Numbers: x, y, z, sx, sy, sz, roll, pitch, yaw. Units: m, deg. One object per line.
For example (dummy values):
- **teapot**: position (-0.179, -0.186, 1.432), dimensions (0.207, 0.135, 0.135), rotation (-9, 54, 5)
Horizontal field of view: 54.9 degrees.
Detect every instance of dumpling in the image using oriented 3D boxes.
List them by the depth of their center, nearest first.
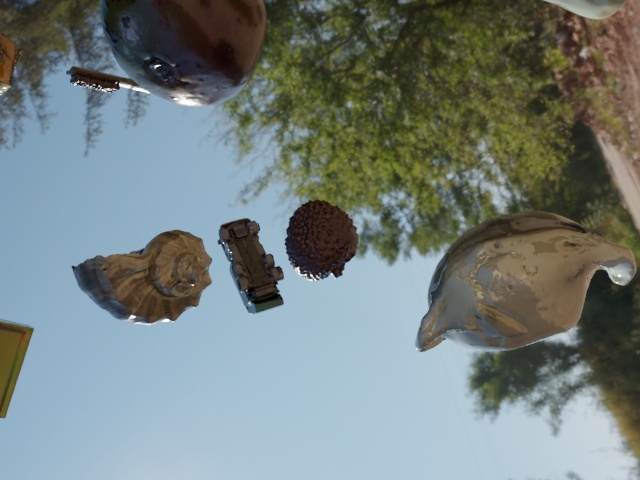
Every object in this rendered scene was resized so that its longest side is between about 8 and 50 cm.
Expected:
- **dumpling**: position (0.282, 0.061, 0.917), dimensions (0.187, 0.318, 0.243), rotation (69, -164, 10)

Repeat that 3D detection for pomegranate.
- **pomegranate**: position (-0.233, -0.402, 1.051), dimensions (0.291, 0.291, 0.323), rotation (25, -126, -57)

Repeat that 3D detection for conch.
- **conch**: position (-0.321, 0.082, 1.131), dimensions (0.210, 0.291, 0.158), rotation (-24, -85, -50)

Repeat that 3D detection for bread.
- **bread**: position (-0.557, -0.306, 1.053), dimensions (0.072, 0.053, 0.105), rotation (34, -135, -44)

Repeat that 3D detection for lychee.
- **lychee**: position (0.002, -0.001, 0.990), dimensions (0.123, 0.123, 0.129), rotation (23, -131, -58)

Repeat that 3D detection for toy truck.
- **toy truck**: position (-0.178, 0.071, 1.570), dimensions (0.114, 0.124, 0.253), rotation (-16, -119, -23)

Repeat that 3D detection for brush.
- **brush**: position (-0.438, -0.345, 1.385), dimensions (0.248, 0.043, 0.036), rotation (4, -94, -38)

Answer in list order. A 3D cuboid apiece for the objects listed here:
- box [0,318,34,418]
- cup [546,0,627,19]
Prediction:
- **box**: position (-0.556, 0.169, 0.899), dimensions (0.220, 0.064, 0.140), rotation (20, -101, -27)
- **cup**: position (0.479, -0.553, 1.111), dimensions (0.202, 0.255, 0.173), rotation (16, -152, -12)
